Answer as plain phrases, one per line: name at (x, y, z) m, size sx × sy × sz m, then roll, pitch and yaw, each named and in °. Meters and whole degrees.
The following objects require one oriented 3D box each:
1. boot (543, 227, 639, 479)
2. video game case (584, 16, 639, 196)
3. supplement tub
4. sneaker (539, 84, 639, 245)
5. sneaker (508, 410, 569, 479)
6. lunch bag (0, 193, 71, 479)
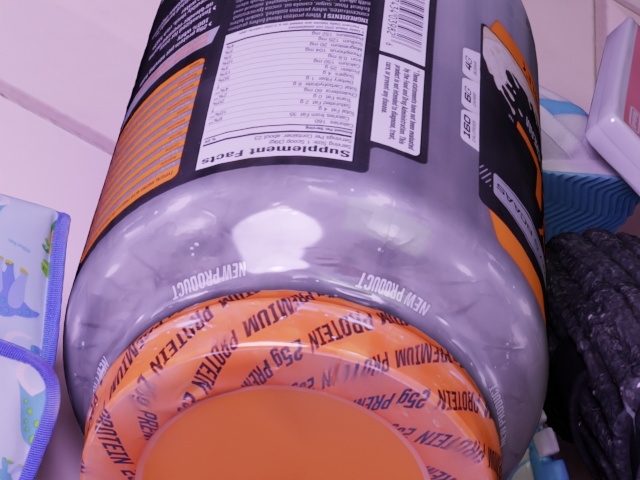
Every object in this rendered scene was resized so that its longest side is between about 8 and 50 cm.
boot at (0.221, 0.160, 0.814) m, size 0.348 × 0.131 × 0.260 m, roll 61°, pitch -2°, yaw -15°
video game case at (0.275, -0.004, 1.079) m, size 0.285 × 0.025 × 0.204 m, roll 45°, pitch 25°, yaw -8°
supplement tub at (0.000, 0.000, 0.746) m, size 0.193 × 0.193 × 0.316 m, roll 27°, pitch 36°, yaw -14°
sneaker at (0.080, -0.055, 0.989) m, size 0.228 × 0.087 × 0.092 m, roll 15°, pitch 36°, yaw -42°
sneaker at (0.075, 0.130, 0.776) m, size 0.083 × 0.071 × 0.191 m, roll -12°, pitch 38°, yaw -11°
lunch bag at (-0.168, 0.044, 0.638) m, size 0.128 × 0.096 × 0.151 m, roll 21°, pitch 51°, yaw -26°
